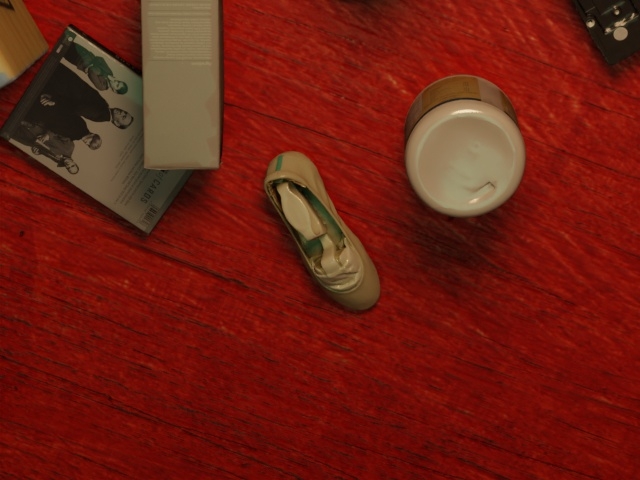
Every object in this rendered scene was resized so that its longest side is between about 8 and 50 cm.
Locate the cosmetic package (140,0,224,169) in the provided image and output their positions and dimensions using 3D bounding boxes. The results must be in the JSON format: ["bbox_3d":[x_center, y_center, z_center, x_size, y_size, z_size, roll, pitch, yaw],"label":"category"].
[{"bbox_3d":[-0.170,-0.210,1.769,0.107,0.127,0.238,3,99,-3],"label":"cosmetic package"}]

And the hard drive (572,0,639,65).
[{"bbox_3d":[0.366,-0.402,1.688,0.237,0.064,0.339,-30,118,14],"label":"hard drive"}]

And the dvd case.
[{"bbox_3d":[-0.275,-0.143,1.869,0.238,0.029,0.179,34,108,-9],"label":"dvd case"}]

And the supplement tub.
[{"bbox_3d":[0.175,-0.123,1.760,0.144,0.200,0.144,1,109,3],"label":"supplement tub"}]

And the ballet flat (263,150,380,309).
[{"bbox_3d":[0.000,0.000,1.877,0.086,0.086,0.248,-28,106,12],"label":"ballet flat"}]

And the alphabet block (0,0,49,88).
[{"bbox_3d":[-0.477,-0.261,1.751,0.192,0.193,0.197,-27,106,10],"label":"alphabet block"}]
